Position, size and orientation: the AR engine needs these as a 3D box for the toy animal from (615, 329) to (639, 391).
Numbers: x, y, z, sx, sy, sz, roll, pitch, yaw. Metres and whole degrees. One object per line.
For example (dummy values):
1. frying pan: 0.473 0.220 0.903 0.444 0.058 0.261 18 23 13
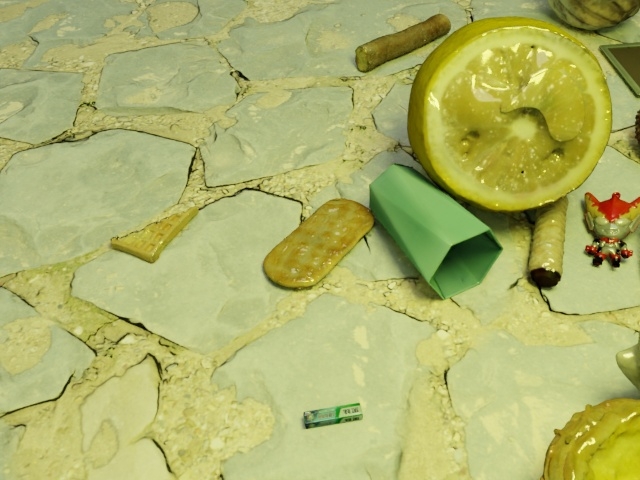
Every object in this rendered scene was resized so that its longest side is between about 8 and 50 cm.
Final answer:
1. toy animal: 0.571 0.173 0.835 0.308 0.266 0.188 10 50 -36

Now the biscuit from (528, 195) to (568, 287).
1. biscuit: 0.401 -0.008 1.134 0.061 0.055 0.219 -11 38 35

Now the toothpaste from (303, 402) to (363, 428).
1. toothpaste: 0.018 0.250 0.918 0.083 0.017 0.020 -8 46 -6

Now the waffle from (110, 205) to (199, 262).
1. waffle: -0.305 -0.027 1.192 0.098 0.023 0.152 21 51 19

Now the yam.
1. yam: 0.213 -0.501 1.614 0.300 0.066 0.066 -29 52 -26

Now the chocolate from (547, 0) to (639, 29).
1. chocolate: 0.714 -0.652 1.639 0.304 0.212 0.303 -3 42 2

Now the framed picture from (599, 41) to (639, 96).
1. framed picture: 0.854 -0.417 1.543 0.297 0.019 0.232 -4 45 -2

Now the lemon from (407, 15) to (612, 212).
1. lemon: 0.327 -0.230 1.168 0.365 0.364 0.364 -1 46 1

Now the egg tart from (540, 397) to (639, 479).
1. egg tart: 0.415 0.344 0.736 0.346 0.132 0.345 -1 47 1

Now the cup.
1. cup: 0.183 -0.032 1.108 0.134 0.148 0.235 6 35 -40

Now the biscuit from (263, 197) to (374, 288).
1. biscuit: 0.000 0.000 1.154 0.118 0.029 0.247 27 52 26

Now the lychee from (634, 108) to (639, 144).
1. lychee: 0.706 -0.224 1.258 0.165 0.165 0.197 13 15 14

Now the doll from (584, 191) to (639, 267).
1. doll: 0.520 -0.022 1.146 0.109 0.057 0.169 4 57 29
